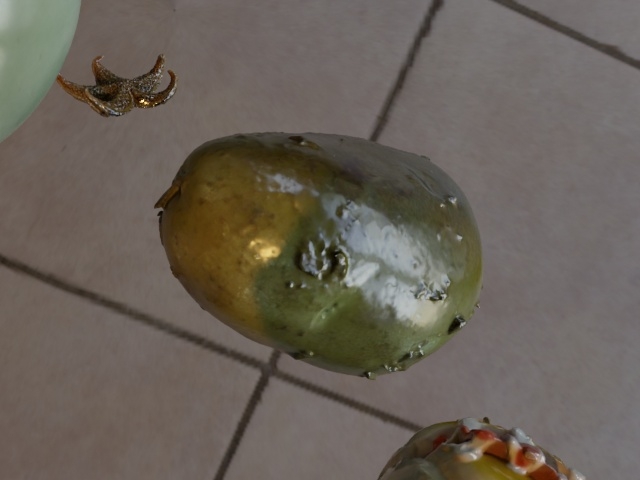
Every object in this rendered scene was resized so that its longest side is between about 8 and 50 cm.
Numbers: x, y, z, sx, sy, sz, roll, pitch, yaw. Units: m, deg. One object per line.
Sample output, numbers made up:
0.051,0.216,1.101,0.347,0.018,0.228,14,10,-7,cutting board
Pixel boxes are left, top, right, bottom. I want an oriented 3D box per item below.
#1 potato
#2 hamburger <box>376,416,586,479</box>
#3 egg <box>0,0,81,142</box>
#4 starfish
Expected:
0.007,0.012,1.263,0.270,0.359,0.219,47,115,28,potato
0.141,0.245,0.783,0.295,0.227,0.151,44,71,8,hamburger
-0.200,-0.117,0.643,0.149,0.149,0.192,37,61,-11,egg
-0.151,-0.114,0.950,0.091,0.078,0.028,3,123,-9,starfish
